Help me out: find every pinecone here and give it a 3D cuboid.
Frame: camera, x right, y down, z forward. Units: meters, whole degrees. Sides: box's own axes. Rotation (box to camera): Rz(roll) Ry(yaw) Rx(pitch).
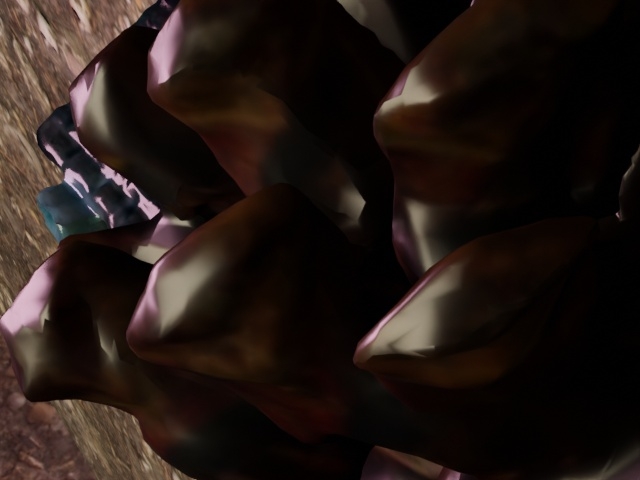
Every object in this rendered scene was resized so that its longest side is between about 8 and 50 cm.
[{"bbox_3d":[0.082,0.035,0.636,0.398,0.397,0.398,51,160,27],"label":"pinecone"}]

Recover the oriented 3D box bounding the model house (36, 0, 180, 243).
[{"bbox_3d":[0.000,0.000,1.034,0.261,0.241,0.226,47,155,37],"label":"model house"}]
